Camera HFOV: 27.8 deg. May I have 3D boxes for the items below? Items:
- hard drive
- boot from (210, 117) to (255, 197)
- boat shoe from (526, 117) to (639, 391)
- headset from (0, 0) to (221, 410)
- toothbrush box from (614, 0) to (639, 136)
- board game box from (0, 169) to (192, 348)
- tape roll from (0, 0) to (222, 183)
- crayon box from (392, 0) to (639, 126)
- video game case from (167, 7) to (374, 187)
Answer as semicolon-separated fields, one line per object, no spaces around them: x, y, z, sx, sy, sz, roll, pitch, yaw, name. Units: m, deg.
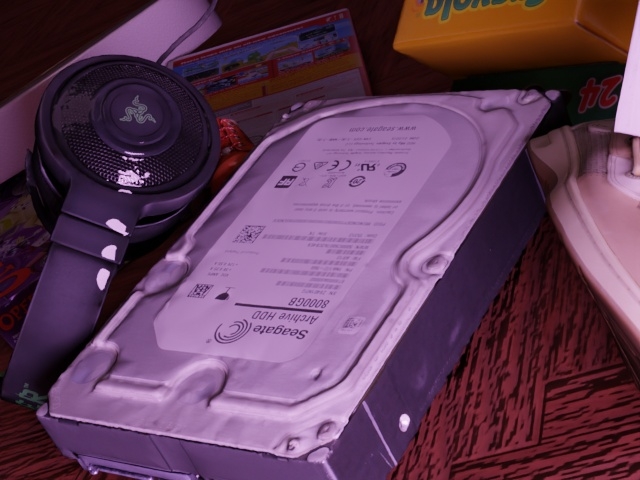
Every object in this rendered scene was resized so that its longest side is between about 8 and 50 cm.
-0.001;0.021;0.848;0.237;0.064;0.339;3;43;39;hard drive
-0.074;-0.063;1.053;0.059;0.084;0.158;-31;-1;-1;boot
0.184;-0.005;0.694;0.098;0.109;0.302;-27;19;12;boat shoe
-0.178;-0.070;0.979;0.243;0.185;0.394;152;138;-75;headset
0.302;-0.160;0.740;0.206;0.122;0.283;14;42;16;toothbrush box
-0.284;-0.009;1.312;0.208;0.056;0.347;-42;26;-15;board game box
-0.293;-0.179;1.534;0.392;0.072;0.392;-32;14;9;tape roll
0.172;-0.243;1.006;0.202;0.081;0.318;2;74;52;crayon box
-0.054;-0.141;1.257;0.204;0.025;0.285;-16;30;4;video game case
